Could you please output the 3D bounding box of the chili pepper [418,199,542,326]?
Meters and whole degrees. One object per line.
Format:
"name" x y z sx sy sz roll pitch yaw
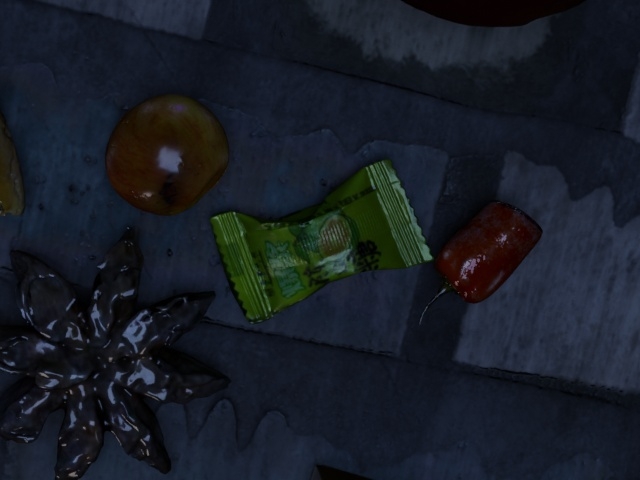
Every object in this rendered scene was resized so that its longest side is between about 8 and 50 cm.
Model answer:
"chili pepper" 0.184 0.034 1.711 0.086 0.084 0.192 43 86 4

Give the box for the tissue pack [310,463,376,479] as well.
"tissue pack" 0.094 0.394 1.715 0.246 0.159 0.136 19 97 -12

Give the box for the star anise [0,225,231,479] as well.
"star anise" -0.266 0.147 1.643 0.331 0.117 0.332 0 99 -3

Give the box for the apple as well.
"apple" -0.175 -0.094 1.603 0.146 0.146 0.146 -1 99 -8

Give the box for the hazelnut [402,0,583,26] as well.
"hazelnut" 0.177 -0.447 1.503 0.402 0.402 0.429 0 94 -8

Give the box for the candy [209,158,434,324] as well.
"candy" 0.000 0.000 1.685 0.246 0.069 0.149 -21 104 -4

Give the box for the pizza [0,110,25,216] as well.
"pizza" -0.543 -0.196 1.511 0.434 0.080 0.392 1 118 -10
